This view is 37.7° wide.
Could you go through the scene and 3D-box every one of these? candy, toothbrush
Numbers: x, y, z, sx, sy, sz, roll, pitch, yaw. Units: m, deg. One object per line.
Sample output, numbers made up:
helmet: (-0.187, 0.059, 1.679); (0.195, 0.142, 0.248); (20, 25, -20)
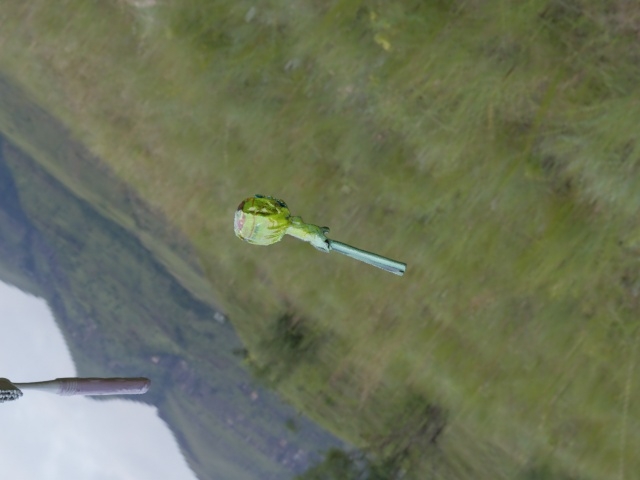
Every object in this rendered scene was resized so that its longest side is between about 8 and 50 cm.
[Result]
candy: (0.001, -0.003, 1.365); (0.262, 0.073, 0.077); (19, -151, 0)
toothbrush: (-0.299, 0.182, 1.150); (0.029, 0.024, 0.354); (24, 180, 21)
